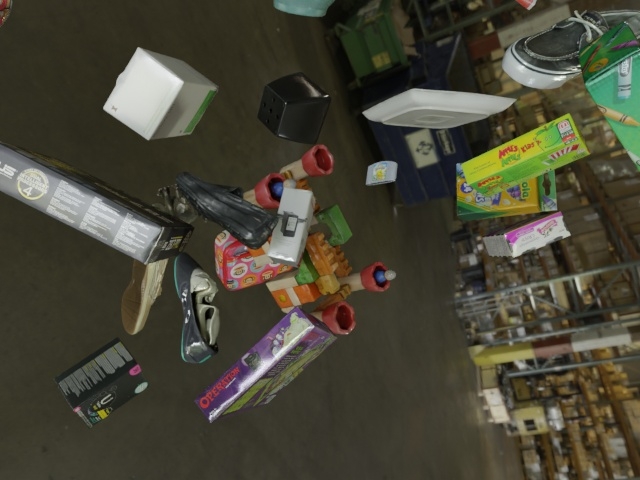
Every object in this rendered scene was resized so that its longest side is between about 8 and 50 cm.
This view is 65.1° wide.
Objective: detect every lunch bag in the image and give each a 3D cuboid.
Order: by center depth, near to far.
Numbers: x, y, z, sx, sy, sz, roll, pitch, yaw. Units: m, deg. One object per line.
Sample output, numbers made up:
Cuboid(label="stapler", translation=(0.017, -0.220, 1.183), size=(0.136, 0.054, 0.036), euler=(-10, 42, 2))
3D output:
Cuboid(label="lunch bag", translation=(-0.228, 0.028, 1.784), size=(0.120, 0.293, 0.258), euler=(47, -37, 40))

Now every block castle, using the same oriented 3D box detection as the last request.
Cuboid(label="block castle", translation=(0.000, 0.000, 1.341), size=(0.303, 0.212, 0.453), euler=(-40, 108, -46))

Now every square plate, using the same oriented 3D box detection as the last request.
Cuboid(label="square plate", translation=(0.351, -0.395, 1.547), size=(0.344, 0.347, 0.049), euler=(-173, -97, -71))

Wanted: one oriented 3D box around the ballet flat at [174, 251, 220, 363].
Cuboid(label="ballet flat", translation=(-0.210, 0.112, 0.881), size=(0.074, 0.074, 0.203), euler=(30, 47, -61))

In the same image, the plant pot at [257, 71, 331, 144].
Cuboid(label="plant pot", translation=(-0.103, -0.447, 1.710), size=(0.166, 0.188, 0.187), euler=(-15, 51, -40))

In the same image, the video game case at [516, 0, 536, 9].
Cuboid(label="video game case", translation=(0.455, -0.739, 1.286), size=(0.285, 0.025, 0.204), euler=(31, 64, -8))

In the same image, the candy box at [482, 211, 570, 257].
Cuboid(label="candy box", translation=(0.563, -0.013, 1.401), size=(0.233, 0.159, 0.071), euler=(19, 49, -87))

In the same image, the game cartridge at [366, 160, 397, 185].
Cuboid(label="game cartridge", translation=(0.150, -0.167, 1.235), size=(0.017, 0.083, 0.056), euler=(28, 66, -44))

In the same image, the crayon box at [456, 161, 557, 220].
Cuboid(label="crayon box", translation=(0.650, -0.193, 1.774), size=(0.083, 0.322, 0.203), euler=(26, 62, -55))

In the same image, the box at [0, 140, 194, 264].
Cuboid(label="box", translation=(-0.506, -0.080, 1.129), size=(0.097, 0.394, 0.318), euler=(-63, -177, 1))

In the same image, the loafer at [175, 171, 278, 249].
Cuboid(label="loafer", translation=(-0.174, -0.067, 0.922), size=(0.078, 0.223, 0.076), euler=(-49, 158, -18))

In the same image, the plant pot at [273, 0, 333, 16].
Cuboid(label="plant pot", translation=(-0.053, -0.831, 1.592), size=(0.293, 0.292, 0.196), euler=(-68, 171, -57))

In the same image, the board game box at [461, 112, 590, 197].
Cuboid(label="board game box", translation=(0.342, -0.136, 0.842), size=(0.092, 0.181, 0.043), euler=(16, 56, -50))

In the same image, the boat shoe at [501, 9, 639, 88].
Cuboid(label="boat shoe", translation=(0.493, -0.389, 0.966), size=(0.121, 0.335, 0.119), euler=(58, -26, 21))

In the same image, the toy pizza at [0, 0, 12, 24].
Cuboid(label="toy pizza", translation=(-0.911, -0.613, 1.322), size=(0.032, 0.201, 0.201), euler=(47, 20, 8))

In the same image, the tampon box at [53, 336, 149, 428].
Cuboid(label="tampon box", translation=(-0.510, 0.335, 1.182), size=(0.161, 0.101, 0.120), euler=(-35, 149, -27))

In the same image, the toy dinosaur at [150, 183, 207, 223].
Cuboid(label="toy dinosaur", translation=(-0.462, -0.110, 1.658), size=(0.121, 0.313, 0.160), euler=(-53, 126, -69))

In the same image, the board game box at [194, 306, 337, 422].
Cuboid(label="board game box", translation=(-0.074, 0.219, 0.894), size=(0.056, 0.208, 0.347), euler=(51, -3, 16))

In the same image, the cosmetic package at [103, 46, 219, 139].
Cuboid(label="cosmetic package", translation=(-0.452, -0.423, 1.475), size=(0.155, 0.197, 0.365), euler=(36, 15, -7))

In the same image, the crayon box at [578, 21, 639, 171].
Cuboid(label="crayon box", translation=(0.507, -0.180, 0.771), size=(0.278, 0.081, 0.165), euler=(48, 38, -14))

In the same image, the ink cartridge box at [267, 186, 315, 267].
Cuboid(label="ink cartridge box", translation=(-0.059, -0.026, 1.064), size=(0.109, 0.063, 0.151), euler=(75, 28, -80))

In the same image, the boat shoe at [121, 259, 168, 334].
Cuboid(label="boat shoe", translation=(-0.547, 0.153, 1.586), size=(0.098, 0.109, 0.303), euler=(5, 103, -53))
